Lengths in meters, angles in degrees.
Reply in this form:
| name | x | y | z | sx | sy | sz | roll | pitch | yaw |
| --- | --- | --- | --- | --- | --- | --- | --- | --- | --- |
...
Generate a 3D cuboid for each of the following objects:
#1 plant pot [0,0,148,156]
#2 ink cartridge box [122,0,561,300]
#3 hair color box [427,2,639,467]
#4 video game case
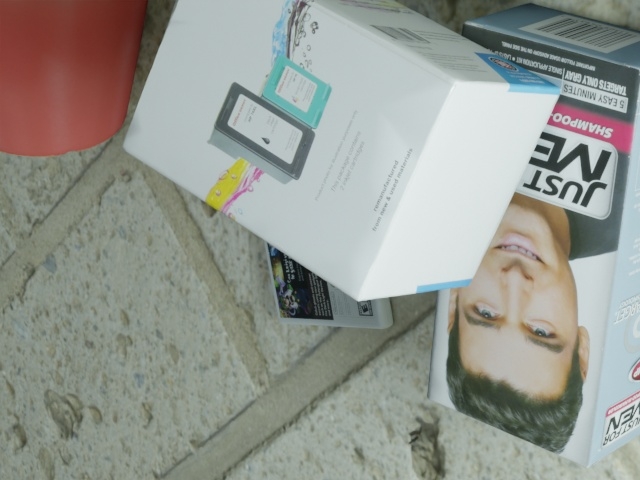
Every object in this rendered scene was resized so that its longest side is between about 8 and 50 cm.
| name | x | y | z | sx | sy | sz | roll | pitch | yaw |
| --- | --- | --- | --- | --- | --- | --- | --- | --- | --- |
| plant pot | -0.323 | -0.246 | 2.043 | 0.275 | 0.275 | 0.243 | 33 | 135 | 37 |
| ink cartridge box | 0.016 | -0.103 | 1.495 | 0.270 | 0.198 | 0.197 | 32 | 109 | 27 |
| hair color box | 0.215 | -0.007 | 1.597 | 0.185 | 0.113 | 0.374 | 21 | 118 | 36 |
| video game case | 0.000 | 0.000 | 1.927 | 0.173 | 0.022 | 0.190 | 0 | 104 | 48 |
